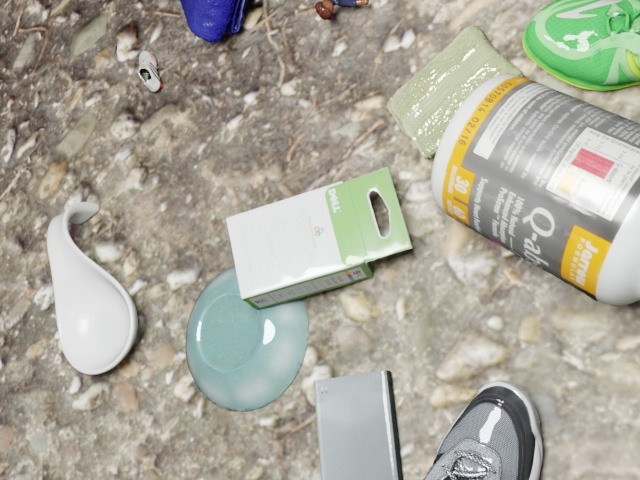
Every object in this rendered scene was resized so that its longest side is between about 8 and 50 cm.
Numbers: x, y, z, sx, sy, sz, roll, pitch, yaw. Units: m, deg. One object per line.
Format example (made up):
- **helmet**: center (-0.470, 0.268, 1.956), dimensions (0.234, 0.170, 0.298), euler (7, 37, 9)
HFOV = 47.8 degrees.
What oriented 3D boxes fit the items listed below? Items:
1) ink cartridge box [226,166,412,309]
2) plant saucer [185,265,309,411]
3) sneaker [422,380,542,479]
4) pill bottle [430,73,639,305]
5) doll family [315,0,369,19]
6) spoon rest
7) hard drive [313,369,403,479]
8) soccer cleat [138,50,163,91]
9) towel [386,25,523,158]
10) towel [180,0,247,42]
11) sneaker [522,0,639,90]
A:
- **ink cartridge box**: center (0.000, 0.000, 0.869), dimensions (0.209, 0.062, 0.109), euler (-17, 67, 10)
- **plant saucer**: center (-0.107, 0.119, 0.925), dimensions (0.195, 0.037, 0.195), euler (-9, 72, 29)
- **sneaker**: center (0.121, 0.257, 0.684), dimensions (0.101, 0.153, 0.268), euler (25, 90, 32)
- **pill bottle**: center (0.257, -0.038, 0.684), dimensions (0.278, 0.162, 0.162), euler (34, 94, 33)
- **doll family**: center (-0.004, -0.373, 0.977), dimensions (0.111, 0.076, 0.193), euler (-44, 52, -10)
- **spoon rest**: center (-0.341, 0.062, 1.048), dimensions (0.137, 0.084, 0.276), euler (-33, 62, 19)
- **hard drive**: center (0.042, 0.221, 0.818), dimensions (0.094, 0.022, 0.135), euler (-14, 70, 26)
- **soccer cleat**: center (-0.270, -0.267, 1.125), dimensions (0.029, 0.035, 0.083), euler (-31, 63, 20)
- **towel**: center (0.156, -0.176, 0.859), dimensions (0.148, 0.027, 0.110), euler (-41, 61, 14)
- **towel**: center (-0.127, -0.456, 0.994), dimensions (0.308, 0.076, 0.227), euler (-62, 37, 40)
- **sneaker**: center (0.339, -0.198, 0.702), dimensions (0.295, 0.123, 0.109), euler (22, 89, 33)
